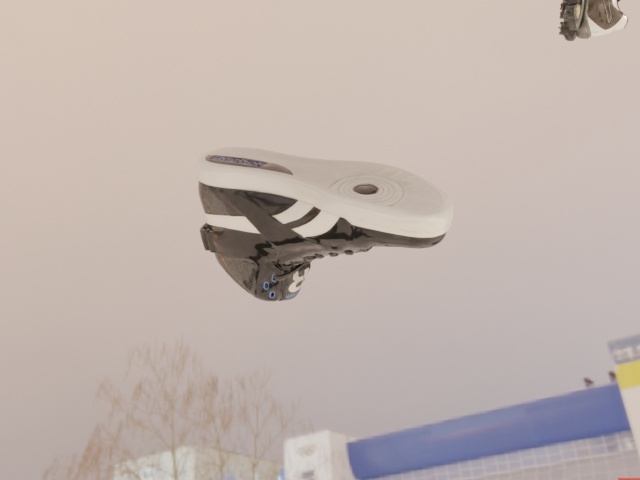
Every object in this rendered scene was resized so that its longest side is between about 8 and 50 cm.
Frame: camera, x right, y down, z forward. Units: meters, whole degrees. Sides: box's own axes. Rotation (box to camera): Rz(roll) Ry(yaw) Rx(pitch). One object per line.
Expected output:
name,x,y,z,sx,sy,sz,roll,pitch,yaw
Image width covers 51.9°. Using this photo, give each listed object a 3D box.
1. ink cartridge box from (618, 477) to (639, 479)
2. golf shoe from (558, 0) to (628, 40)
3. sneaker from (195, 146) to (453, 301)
ink cartridge box,0.478,0.406,0.910,0.078,0.231,0.134,15,-22,-4
golf shoe,0.381,-0.370,0.900,0.094,0.198,0.077,4,-3,15
sneaker,0.000,0.000,0.523,0.217,0.079,0.121,15,-58,29
